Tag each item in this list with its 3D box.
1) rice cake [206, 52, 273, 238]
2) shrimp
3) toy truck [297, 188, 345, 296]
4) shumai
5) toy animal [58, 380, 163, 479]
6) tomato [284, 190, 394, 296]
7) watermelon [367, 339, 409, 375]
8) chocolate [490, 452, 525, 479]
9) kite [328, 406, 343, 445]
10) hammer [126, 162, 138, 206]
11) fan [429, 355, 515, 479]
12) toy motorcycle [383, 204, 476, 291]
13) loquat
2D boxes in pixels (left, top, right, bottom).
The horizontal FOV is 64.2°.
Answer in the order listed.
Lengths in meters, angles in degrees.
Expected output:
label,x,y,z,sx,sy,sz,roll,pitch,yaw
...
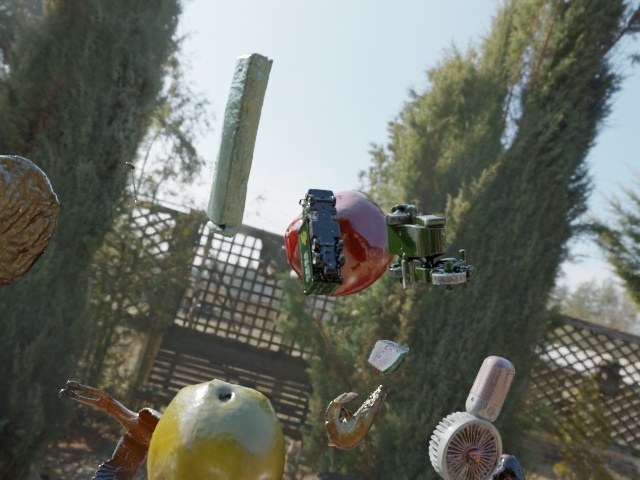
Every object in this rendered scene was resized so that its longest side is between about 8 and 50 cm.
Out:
label,x,y,z,sx,sy,sz,roll,pitch,yaw
rice cake,-0.152,-0.171,0.938,0.062,0.337,0.066,10,6,-40
shrimp,0.112,0.535,1.585,0.150,0.248,0.068,56,-35,3
toy truck,0.000,0.000,1.298,0.088,0.259,0.121,4,-31,-18
shumai,-0.352,-0.017,0.530,0.104,0.139,0.123,2,-8,23
toy animal,-0.546,0.520,1.434,0.284,0.225,0.302,32,-11,23
tomato,0.061,0.008,1.541,0.325,0.293,0.289,-34,3,-43
watermelon,0.149,0.257,1.121,0.072,0.085,0.092,32,-32,2
chocolate,0.546,0.711,1.507,0.125,0.148,0.080,46,-22,17
kite,0.053,0.615,1.684,0.010,0.190,0.159,12,17,-12
hammer,-0.444,-0.134,1.214,0.014,0.123,0.029,-24,-26,11
fan,0.287,0.328,0.931,0.130,0.245,0.074,27,-7,-19
toy motorcycle,0.245,0.016,1.188,0.127,0.206,0.275,-6,5,-28
loquat,-0.152,0.338,0.753,0.213,0.246,0.213,0,-25,0
